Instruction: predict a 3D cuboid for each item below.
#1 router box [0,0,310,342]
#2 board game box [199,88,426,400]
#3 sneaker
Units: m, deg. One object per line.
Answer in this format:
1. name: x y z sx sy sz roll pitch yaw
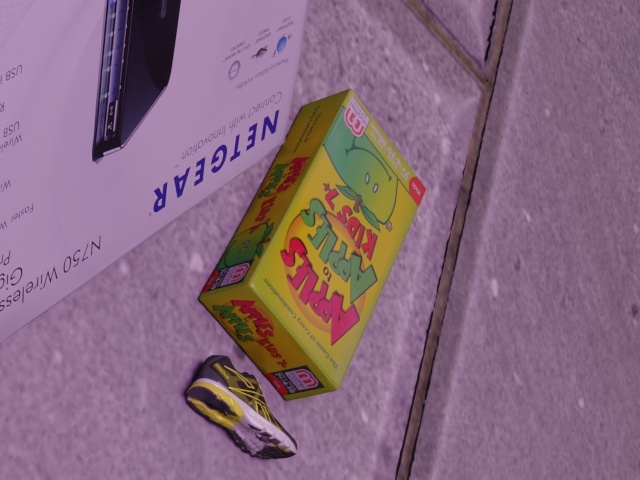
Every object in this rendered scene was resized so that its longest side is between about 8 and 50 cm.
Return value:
1. router box: -0.111 -0.127 0.743 0.335 0.082 0.301 -40 148 -50
2. board game box: 0.000 0.000 1.005 0.092 0.043 0.181 52 43 -27
3. sneaker: -0.040 0.095 0.930 0.083 0.031 0.035 44 46 -33
